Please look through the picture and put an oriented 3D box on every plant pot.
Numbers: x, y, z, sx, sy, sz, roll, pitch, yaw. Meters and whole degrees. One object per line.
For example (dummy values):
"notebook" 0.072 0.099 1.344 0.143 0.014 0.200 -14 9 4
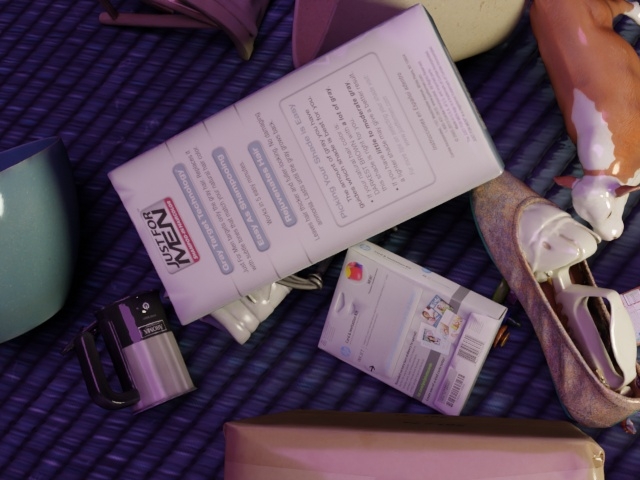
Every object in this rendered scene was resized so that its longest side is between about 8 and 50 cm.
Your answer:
"plant pot" -0.416 0.017 1.045 0.290 0.290 0.195 -19 107 6

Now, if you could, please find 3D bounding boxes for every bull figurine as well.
"bull figurine" 0.328 -0.155 0.959 0.101 0.188 0.310 -26 70 48

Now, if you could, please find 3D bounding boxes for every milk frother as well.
"milk frother" -0.242 0.149 1.048 0.129 0.143 0.134 -18 81 -26

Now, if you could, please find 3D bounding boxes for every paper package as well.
"paper package" 0.095 0.257 0.820 0.325 0.309 0.168 -1 81 12

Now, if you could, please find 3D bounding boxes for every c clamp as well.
"c clamp" 0.000 0.000 1.027 0.137 0.022 0.160 34 62 5

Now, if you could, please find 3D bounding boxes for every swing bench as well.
"swing bench" -0.178 -0.417 1.153 0.255 0.165 0.253 16 78 15

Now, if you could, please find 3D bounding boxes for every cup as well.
"cup" 0.121 -0.340 1.015 0.237 0.331 0.331 10 75 -12

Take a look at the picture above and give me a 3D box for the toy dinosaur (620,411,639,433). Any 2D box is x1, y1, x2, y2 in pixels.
"toy dinosaur" 0.377 0.190 0.939 0.082 0.047 0.090 3 42 22

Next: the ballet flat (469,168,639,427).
"ballet flat" 0.271 0.048 0.925 0.108 0.106 0.316 -23 85 -32

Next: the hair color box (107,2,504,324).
"hair color box" -0.015 -0.074 0.906 0.374 0.113 0.185 -26 91 15

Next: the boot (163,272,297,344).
"boot" -0.163 0.018 1.059 0.258 0.095 0.123 35 77 18

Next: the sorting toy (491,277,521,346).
"sorting toy" 0.214 0.084 0.980 0.042 0.061 0.102 30 85 17

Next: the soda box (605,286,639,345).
"soda box" 0.417 0.060 0.944 0.183 0.063 0.058 -23 73 5

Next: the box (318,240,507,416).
"box" 0.100 0.101 0.972 0.186 0.038 0.145 25 119 17
